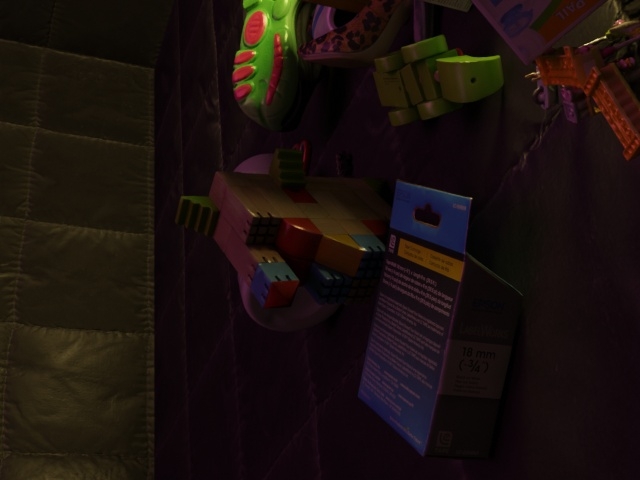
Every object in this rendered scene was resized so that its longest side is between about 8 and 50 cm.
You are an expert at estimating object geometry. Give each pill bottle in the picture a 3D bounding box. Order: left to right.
[{"bbox_3d":[-0.081,-0.007,1.752,0.361,0.204,0.204,-110,34,-50],"label":"pill bottle"}]

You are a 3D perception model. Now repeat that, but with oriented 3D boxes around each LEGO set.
[{"bbox_3d":[0.328,-0.160,0.925,0.287,0.107,0.132,-121,8,-53],"label":"LEGO set"}]

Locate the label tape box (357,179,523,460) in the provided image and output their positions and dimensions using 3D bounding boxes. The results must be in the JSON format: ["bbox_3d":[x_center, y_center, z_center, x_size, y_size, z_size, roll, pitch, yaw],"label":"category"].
[{"bbox_3d":[0.165,0.099,1.201,0.240,0.106,0.334,-152,72,-69],"label":"label tape box"}]

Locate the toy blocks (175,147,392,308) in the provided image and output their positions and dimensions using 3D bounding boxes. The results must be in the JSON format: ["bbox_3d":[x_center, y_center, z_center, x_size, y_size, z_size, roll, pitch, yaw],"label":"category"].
[{"bbox_3d":[0.000,0.000,1.384,0.261,0.381,0.191,48,129,44],"label":"toy blocks"}]

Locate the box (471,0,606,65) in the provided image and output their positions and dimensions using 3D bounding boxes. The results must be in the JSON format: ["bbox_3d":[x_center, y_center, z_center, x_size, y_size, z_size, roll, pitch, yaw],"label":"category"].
[{"bbox_3d":[0.262,-0.304,0.934,0.203,0.114,0.103,-40,16,21],"label":"box"}]

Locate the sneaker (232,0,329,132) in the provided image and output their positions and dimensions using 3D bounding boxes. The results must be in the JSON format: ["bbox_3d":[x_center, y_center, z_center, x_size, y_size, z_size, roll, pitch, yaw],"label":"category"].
[{"bbox_3d":[-0.069,-0.451,1.873,0.202,0.185,0.483,51,-129,-64],"label":"sneaker"}]

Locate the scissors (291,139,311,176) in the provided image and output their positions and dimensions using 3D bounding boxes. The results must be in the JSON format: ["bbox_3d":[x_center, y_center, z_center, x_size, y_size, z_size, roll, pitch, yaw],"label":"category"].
[{"bbox_3d":[-0.069,-0.086,2.004,0.109,0.021,0.297,-151,71,-66],"label":"scissors"}]

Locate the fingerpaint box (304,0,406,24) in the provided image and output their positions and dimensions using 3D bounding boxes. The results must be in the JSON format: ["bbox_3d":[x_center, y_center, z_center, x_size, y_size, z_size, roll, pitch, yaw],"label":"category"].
[{"bbox_3d":[0.038,-0.620,1.419,0.163,0.371,0.445,-107,31,-47],"label":"fingerpaint box"}]

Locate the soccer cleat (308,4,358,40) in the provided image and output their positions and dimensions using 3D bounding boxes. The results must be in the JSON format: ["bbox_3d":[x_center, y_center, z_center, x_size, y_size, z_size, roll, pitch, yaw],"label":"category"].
[{"bbox_3d":[0.062,-0.530,1.723,0.143,0.116,0.331,7,92,54],"label":"soccer cleat"}]

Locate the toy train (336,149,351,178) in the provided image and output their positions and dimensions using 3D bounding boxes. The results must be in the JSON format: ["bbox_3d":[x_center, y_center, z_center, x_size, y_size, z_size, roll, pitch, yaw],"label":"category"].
[{"bbox_3d":[0.048,-0.104,1.700,0.036,0.027,0.158,113,156,-62],"label":"toy train"}]

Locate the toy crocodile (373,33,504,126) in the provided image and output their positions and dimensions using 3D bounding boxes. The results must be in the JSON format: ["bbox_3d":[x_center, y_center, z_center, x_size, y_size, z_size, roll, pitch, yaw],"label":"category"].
[{"bbox_3d":[0.164,-0.247,1.341,0.340,0.105,0.115,-163,55,-74],"label":"toy crocodile"}]

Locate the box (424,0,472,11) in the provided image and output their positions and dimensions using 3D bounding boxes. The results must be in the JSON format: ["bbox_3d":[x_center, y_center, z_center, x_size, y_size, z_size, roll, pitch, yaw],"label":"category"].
[{"bbox_3d":[0.181,-0.423,1.297,0.126,0.137,0.072,119,151,-45],"label":"box"}]

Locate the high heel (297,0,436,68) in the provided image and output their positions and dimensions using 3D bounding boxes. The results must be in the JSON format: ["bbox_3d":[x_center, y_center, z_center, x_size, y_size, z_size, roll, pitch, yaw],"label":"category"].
[{"bbox_3d":[0.079,-0.396,1.490,0.261,0.093,0.186,0,85,27],"label":"high heel"}]
